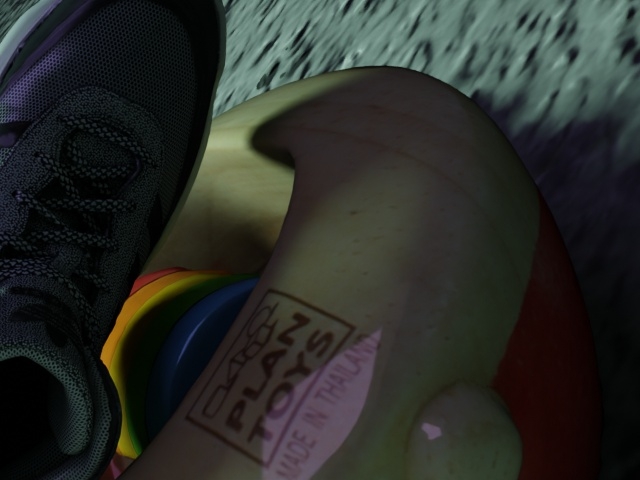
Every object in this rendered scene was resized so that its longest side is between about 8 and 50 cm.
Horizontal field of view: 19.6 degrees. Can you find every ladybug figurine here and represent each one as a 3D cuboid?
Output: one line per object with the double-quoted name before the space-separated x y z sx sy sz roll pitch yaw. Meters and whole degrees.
"ladybug figurine" -0.019 0.077 0.794 0.305 0.162 0.449 -57 19 -8

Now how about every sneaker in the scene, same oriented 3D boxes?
"sneaker" -0.102 0.009 0.712 0.268 0.101 0.153 -61 20 -2
